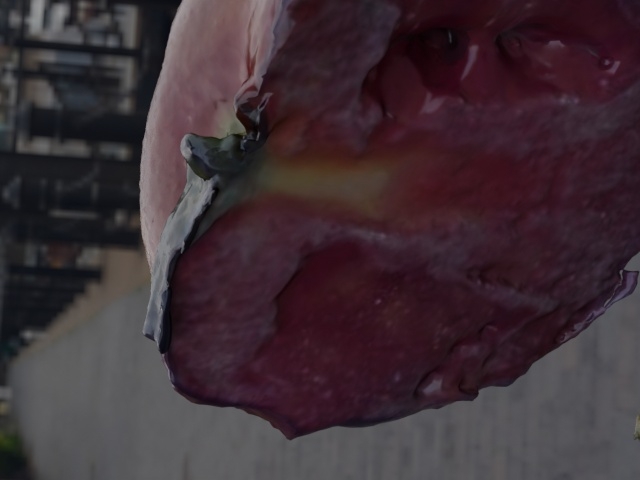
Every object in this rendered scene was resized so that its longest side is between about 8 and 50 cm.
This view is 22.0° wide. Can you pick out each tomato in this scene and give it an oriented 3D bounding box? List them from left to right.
[{"bbox_3d":[0.040,-0.059,0.888,0.176,0.290,0.334,53,127,52],"label":"tomato"}]

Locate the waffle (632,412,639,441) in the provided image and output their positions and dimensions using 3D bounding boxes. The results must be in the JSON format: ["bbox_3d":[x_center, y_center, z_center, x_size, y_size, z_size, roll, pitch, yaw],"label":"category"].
[{"bbox_3d":[0.363,0.112,1.210,0.309,0.283,0.065,-102,12,-54],"label":"waffle"}]
